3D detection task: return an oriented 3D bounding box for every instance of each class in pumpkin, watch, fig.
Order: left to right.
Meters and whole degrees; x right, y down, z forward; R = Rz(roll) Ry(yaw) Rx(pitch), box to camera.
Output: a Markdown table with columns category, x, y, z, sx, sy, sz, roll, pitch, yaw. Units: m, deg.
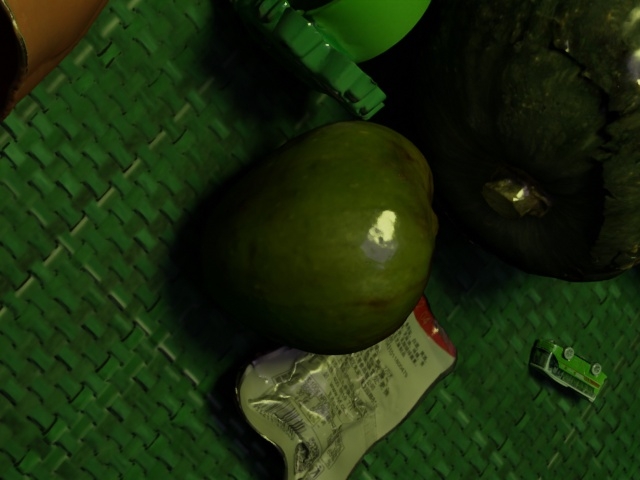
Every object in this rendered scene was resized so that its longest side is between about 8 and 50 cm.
| category | x | y | z | sx | sy | sz | roll | pitch | yaw |
| --- | --- | --- | --- | --- | --- | --- | --- | --- | --- |
| fig | 0.000 | 0.000 | 1.090 | 0.191 | 0.181 | 0.181 | -10 | 101 | 0 |
| watch | 0.028 | -0.189 | 1.098 | 0.152 | 0.165 | 0.131 | -49 | 127 | -3 |
| pumpkin | 0.217 | -0.119 | 1.151 | 0.257 | 0.291 | 0.327 | -47 | 132 | -25 |

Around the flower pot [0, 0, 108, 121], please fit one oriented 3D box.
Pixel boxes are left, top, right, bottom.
| category | x | y | z | sx | sy | sz | roll | pitch | yaw |
| --- | --- | --- | --- | --- | --- | --- | --- | --- | --- |
| flower pot | -0.215 | -0.202 | 0.929 | 0.173 | 0.190 | 0.190 | -49 | 119 | -34 |

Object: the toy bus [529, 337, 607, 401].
| category | x | y | z | sx | sy | sz | roll | pitch | yaw |
| --- | --- | --- | --- | --- | --- | --- | --- | --- | --- |
| toy bus | 0.240 | 0.124 | 1.354 | 0.083 | 0.031 | 0.037 | 30 | 86 | -33 |

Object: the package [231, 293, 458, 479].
| category | x | y | z | sx | sy | sz | roll | pitch | yaw |
| --- | --- | --- | --- | --- | --- | --- | --- | --- | --- |
| package | 0.019 | 0.118 | 1.198 | 0.232 | 0.040 | 0.166 | -47 | 120 | -31 |
